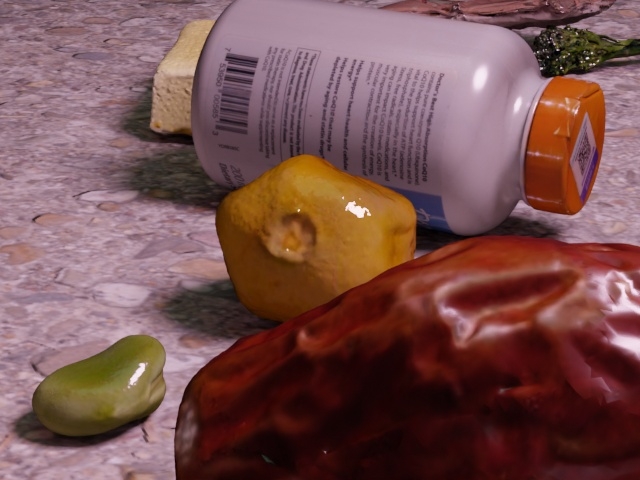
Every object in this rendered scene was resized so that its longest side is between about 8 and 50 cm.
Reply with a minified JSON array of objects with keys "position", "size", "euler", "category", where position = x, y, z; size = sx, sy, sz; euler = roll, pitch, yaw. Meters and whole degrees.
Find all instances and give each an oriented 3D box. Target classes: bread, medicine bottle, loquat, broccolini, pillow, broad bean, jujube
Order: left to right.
[{"position":[-0.121,0.083,0.998],"size":[0.083,0.045,0.063],"euler":[-23,30,-36],"category":"broad bean"},{"position":[-0.076,-0.140,1.568],"size":[0.126,0.068,0.188],"euler":[4,21,3],"category":"bread"},{"position":[0.000,0.000,1.142],"size":[0.137,0.113,0.137],"euler":[-1,6,0],"category":"loquat"},{"position":[0.061,-0.091,1.324],"size":[0.289,0.157,0.157],"euler":[12,22,23],"category":"medicine bottle"},{"position":[0.168,-0.231,1.831],"size":[0.248,0.049,0.135],"euler":[-2,7,30],"category":"pillow"},{"position":[0.082,0.095,0.791],"size":[0.290,0.197,0.197],"euler":[-6,18,12],"category":"jujube"},{"position":[0.314,-0.197,1.807],"size":[0.239,0.051,0.054],"euler":[-7,13,-29],"category":"broccolini"}]
